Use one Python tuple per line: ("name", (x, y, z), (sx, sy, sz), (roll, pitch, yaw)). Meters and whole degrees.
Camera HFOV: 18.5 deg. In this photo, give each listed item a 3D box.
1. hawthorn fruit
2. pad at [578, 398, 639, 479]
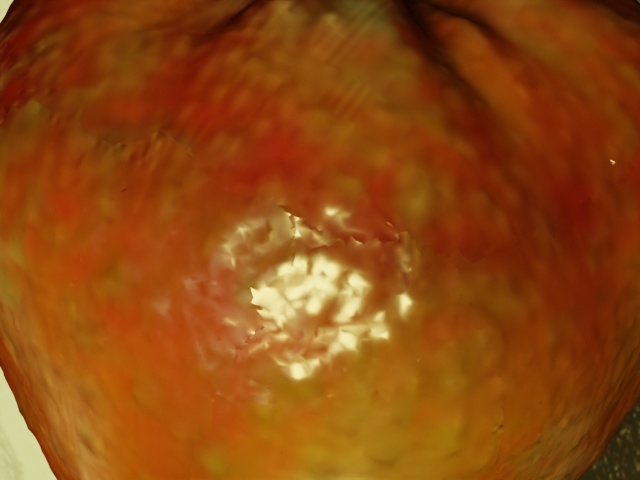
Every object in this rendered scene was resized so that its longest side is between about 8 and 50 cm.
("hawthorn fruit", (0.000, 0.000, 0.713), (0.275, 0.275, 0.299), (41, 149, 13))
("pad", (0.137, 0.141, 0.730), (0.220, 0.004, 0.330), (-48, 47, 44))
